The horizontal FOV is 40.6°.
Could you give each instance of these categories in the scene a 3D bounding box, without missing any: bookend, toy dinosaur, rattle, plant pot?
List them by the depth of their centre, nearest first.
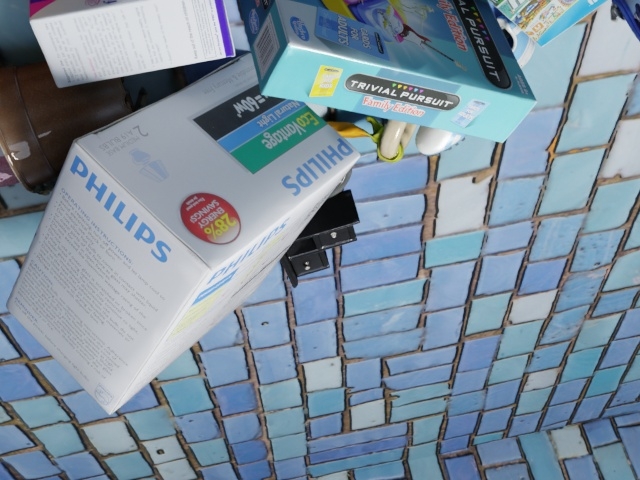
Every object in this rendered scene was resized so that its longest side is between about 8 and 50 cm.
[{"bbox_3d":[-0.330,-0.169,1.131,0.165,0.167,0.167,-20,147,-7],"label":"plant pot"},{"bbox_3d":[-0.321,-0.113,1.295,0.268,0.064,0.118,-32,136,20],"label":"toy dinosaur"},{"bbox_3d":[0.104,-0.229,1.307,0.130,0.142,0.200,-28,144,-43],"label":"rattle"},{"bbox_3d":[0.000,0.000,1.565,0.156,0.072,0.157,-16,147,2],"label":"bookend"}]

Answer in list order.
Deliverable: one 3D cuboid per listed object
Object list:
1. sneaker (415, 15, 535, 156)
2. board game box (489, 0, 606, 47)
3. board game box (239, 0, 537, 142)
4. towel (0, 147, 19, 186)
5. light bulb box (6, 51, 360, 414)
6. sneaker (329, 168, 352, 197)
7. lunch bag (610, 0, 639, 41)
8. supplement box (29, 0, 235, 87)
[{"bbox_3d":[0.213,-0.228,1.272,0.086,0.085,0.237,25,111,-41],"label":"sneaker"},{"bbox_3d":[0.273,-0.400,1.060,0.224,0.098,0.303,-35,142,30],"label":"board game box"},{"bbox_3d":[0.072,-0.261,1.045,0.336,0.254,0.079,6,141,-28],"label":"board game box"},{"bbox_3d":[-0.549,-0.168,1.150,0.237,0.037,0.329,-11,146,-7],"label":"towel"},{"bbox_3d":[-0.189,-0.014,1.188,0.358,0.225,0.361,-41,172,-48],"label":"light bulb box"},{"bbox_3d":[-0.034,-0.089,1.440,0.170,0.051,0.089,-33,147,32],"label":"sneaker"},{"bbox_3d":[0.515,-0.355,1.096,0.115,0.243,0.303,34,124,-29],"label":"lunch bag"},{"bbox_3d":[-0.225,-0.277,1.040,0.220,0.111,0.114,-12,146,-3],"label":"supplement box"}]
